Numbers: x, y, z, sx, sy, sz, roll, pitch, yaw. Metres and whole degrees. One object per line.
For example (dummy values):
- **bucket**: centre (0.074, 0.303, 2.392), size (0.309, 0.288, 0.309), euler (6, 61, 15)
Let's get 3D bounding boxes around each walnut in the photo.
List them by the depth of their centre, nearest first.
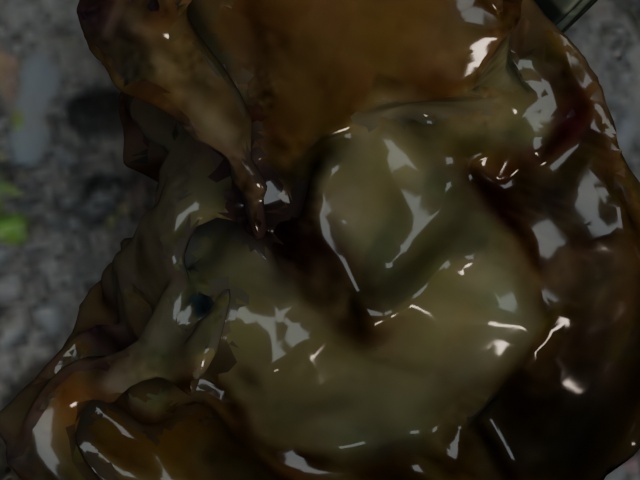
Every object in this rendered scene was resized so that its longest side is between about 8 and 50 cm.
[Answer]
- **walnut**: centre (0.012, -0.001, 0.621), size (0.204, 0.141, 0.238), euler (13, 112, -6)

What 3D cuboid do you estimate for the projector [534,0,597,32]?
- **projector**: centre (0.109, -0.160, 0.615), size (0.192, 0.256, 0.099), euler (-43, 89, -16)
